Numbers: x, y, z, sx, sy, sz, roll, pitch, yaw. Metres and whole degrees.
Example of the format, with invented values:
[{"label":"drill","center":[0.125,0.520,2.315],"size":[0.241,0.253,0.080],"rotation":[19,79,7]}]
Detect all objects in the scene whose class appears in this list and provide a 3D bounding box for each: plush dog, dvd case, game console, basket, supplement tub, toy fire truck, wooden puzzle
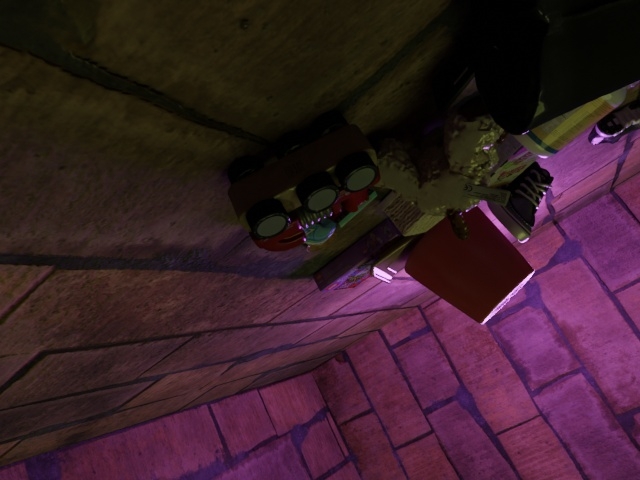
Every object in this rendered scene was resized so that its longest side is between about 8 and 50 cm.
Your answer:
[{"label":"plush dog","center":[0.239,-0.138,0.805],"size":[0.262,0.210,0.225],"rotation":[-21,-162,38]},{"label":"dvd case","center":[0.048,-0.069,0.836],"size":[0.087,0.013,0.119],"rotation":[-42,-156,-4]},{"label":"game console","center":[0.231,-0.258,0.676],"size":[0.071,0.107,0.122],"rotation":[14,142,-20]},{"label":"basket","center":[0.239,-0.096,1.031],"size":[0.113,0.103,0.167],"rotation":[-10,153,-42]},{"label":"supplement tub","center":[0.452,-0.265,0.829],"size":[0.144,0.144,0.199],"rotation":[-8,152,-44]},{"label":"toy fire truck","center":[-0.015,-0.069,0.745],"size":[0.217,0.158,0.246],"rotation":[-28,150,0]},{"label":"wooden puzzle","center":[0.250,0.023,1.268],"size":[0.239,0.044,0.221],"rotation":[-41,157,10]}]

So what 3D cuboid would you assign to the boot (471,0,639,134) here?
[{"label":"boot","center":[0.420,-0.224,0.605],"size":[0.445,0.367,0.146],"rotation":[-22,-175,-26]}]

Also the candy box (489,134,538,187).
[{"label":"candy box","center":[0.465,-0.219,1.070],"size":[0.159,0.071,0.233],"rotation":[-15,157,-32]}]

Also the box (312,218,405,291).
[{"label":"box","center":[0.143,0.048,1.325],"size":[0.293,0.057,0.201],"rotation":[-39,157,28]}]

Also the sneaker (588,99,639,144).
[{"label":"sneaker","center":[0.884,-0.340,1.319],"size":[0.234,0.078,0.106],"rotation":[-21,162,-8]}]

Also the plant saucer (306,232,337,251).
[{"label":"plant saucer","center":[0.000,0.000,1.084],"size":[0.083,0.015,0.083],"rotation":[-24,159,-10]}]

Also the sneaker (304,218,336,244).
[{"label":"sneaker","center":[-0.028,-0.030,0.907],"size":[0.162,0.063,0.073],"rotation":[-14,153,-34]}]

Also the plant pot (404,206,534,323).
[{"label":"plant pot","center":[0.402,0.070,1.203],"size":[0.275,0.243,0.275],"rotation":[-35,155,-19]}]

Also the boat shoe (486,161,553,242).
[{"label":"boat shoe","center":[0.541,-0.125,1.202],"size":[0.158,0.127,0.340],"rotation":[-44,-170,26]}]
